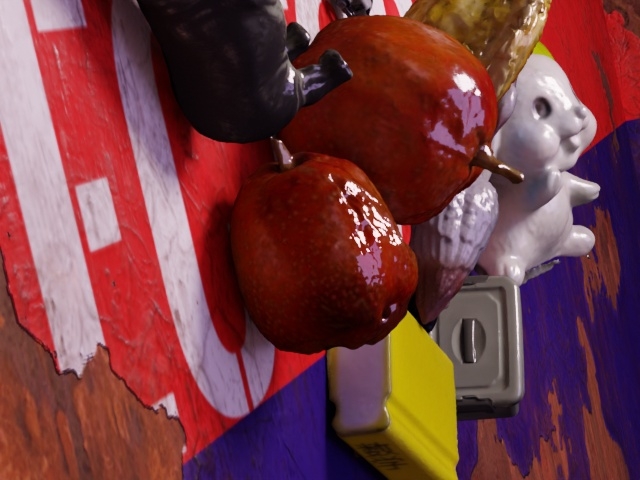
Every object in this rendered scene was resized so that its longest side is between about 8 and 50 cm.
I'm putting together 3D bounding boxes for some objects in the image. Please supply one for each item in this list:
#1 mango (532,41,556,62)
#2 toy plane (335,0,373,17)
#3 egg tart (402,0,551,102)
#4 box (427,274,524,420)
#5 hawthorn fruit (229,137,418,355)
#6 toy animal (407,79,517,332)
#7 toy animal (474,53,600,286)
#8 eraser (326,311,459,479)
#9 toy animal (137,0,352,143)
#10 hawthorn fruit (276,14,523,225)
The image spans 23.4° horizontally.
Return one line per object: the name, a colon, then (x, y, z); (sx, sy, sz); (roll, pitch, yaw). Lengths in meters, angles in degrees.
mango: (0.233, -0.211, 2.103); (0.293, 0.143, 0.175); (2, 85, -59)
toy plane: (0.039, -0.273, 1.741); (0.197, 0.053, 0.078); (64, 34, -35)
egg tart: (0.130, -0.197, 1.674); (0.116, 0.295, 0.295); (35, 36, -12)
box: (0.182, 0.136, 1.835); (0.093, 0.124, 0.172); (65, 25, -60)
hawthorn fruit: (0.005, 0.014, 1.358); (0.173, 0.173, 0.179); (43, 42, -58)
toy animal: (0.145, -0.039, 1.669); (0.195, 0.090, 0.324); (-92, -159, -68)
toy animal: (0.256, -0.090, 1.969); (0.249, 0.174, 0.289); (9, 101, -57)
eraser: (0.078, 0.162, 1.604); (0.226, 0.069, 0.158); (48, 39, -54)
toy animal: (-0.097, -0.217, 1.217); (0.106, 0.168, 0.343); (39, -9, 42)
hawthorn fruit: (0.082, -0.109, 1.478); (0.205, 0.253, 0.205); (-41, 140, -47)
